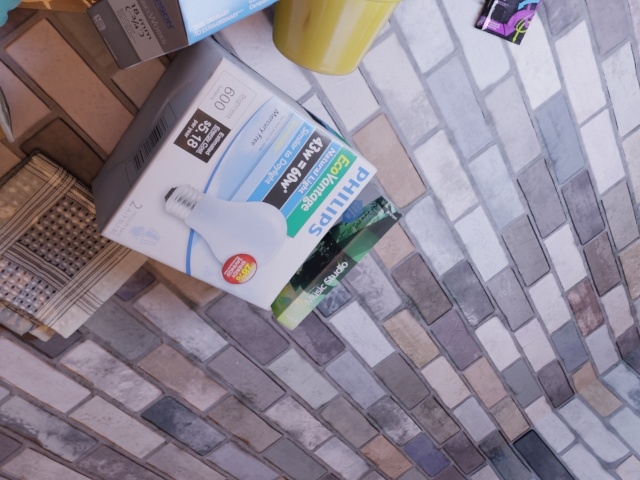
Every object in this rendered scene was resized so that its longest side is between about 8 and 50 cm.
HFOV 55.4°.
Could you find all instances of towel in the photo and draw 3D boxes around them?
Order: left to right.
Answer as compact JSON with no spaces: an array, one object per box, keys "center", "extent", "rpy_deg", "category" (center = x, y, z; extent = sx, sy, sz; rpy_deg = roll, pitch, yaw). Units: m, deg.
[{"center":[-0.527,0.033,1.156],"extent":[0.324,0.056,0.312],"rpy_deg":[-40,129,4],"category":"towel"}]

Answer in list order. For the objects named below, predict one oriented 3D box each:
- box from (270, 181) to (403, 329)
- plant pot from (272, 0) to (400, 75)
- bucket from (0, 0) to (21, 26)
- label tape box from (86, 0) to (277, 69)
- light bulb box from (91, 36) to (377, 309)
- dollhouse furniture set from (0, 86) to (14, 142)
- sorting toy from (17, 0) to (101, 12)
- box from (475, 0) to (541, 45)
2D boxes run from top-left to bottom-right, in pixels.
[{"center":[0.000,0.000,1.268],"extent":[0.058,0.232,0.322],"rpy_deg":[36,101,-33],"category":"box"},{"center":[0.025,-0.422,1.017],"extent":[0.254,0.254,0.239],"rpy_deg":[0,136,-25],"category":"plant pot"},{"center":[-0.531,-0.377,0.745],"extent":[0.281,0.183,0.281],"rpy_deg":[2,115,5],"category":"bucket"},{"center":[-0.146,-0.355,0.856],"extent":[0.240,0.333,0.106],"rpy_deg":[-40,117,-31],"category":"label tape box"},{"center":[-0.161,-0.119,1.121],"extent":[0.361,0.225,0.358],"rpy_deg":[29,105,-35],"category":"light bulb box"},{"center":[-0.588,-0.218,0.916],"extent":[0.181,0.101,0.161],"rpy_deg":[-17,144,-15],"category":"dollhouse furniture set"},{"center":[-0.380,-0.460,0.884],"extent":[0.257,0.089,0.256],"rpy_deg":[-4,122,-23],"category":"sorting toy"},{"center":[0.404,-0.500,1.263],"extent":[0.116,0.029,0.162],"rpy_deg":[8,116,-29],"category":"box"}]
